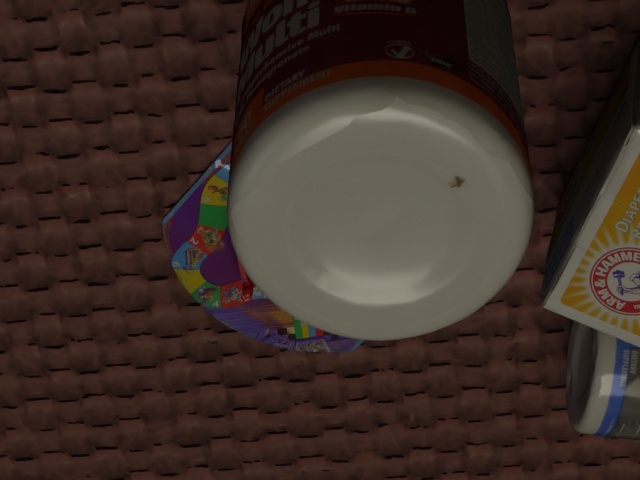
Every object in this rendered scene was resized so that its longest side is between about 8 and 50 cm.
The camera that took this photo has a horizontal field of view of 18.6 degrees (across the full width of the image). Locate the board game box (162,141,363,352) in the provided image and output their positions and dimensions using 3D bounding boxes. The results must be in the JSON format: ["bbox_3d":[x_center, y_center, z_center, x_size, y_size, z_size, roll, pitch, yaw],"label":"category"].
[{"bbox_3d":[0.000,0.000,1.004,0.133,0.033,0.168,33,119,-21],"label":"board game box"}]

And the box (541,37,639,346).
[{"bbox_3d":[0.221,0.002,0.940,0.203,0.103,0.114,23,123,-2],"label":"box"}]

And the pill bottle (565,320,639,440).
[{"bbox_3d":[0.203,0.070,1.024,0.137,0.078,0.078,6,125,-5],"label":"pill bottle"}]

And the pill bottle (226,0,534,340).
[{"bbox_3d":[0.025,-0.068,0.839,0.121,0.221,0.121,0,126,0],"label":"pill bottle"}]
